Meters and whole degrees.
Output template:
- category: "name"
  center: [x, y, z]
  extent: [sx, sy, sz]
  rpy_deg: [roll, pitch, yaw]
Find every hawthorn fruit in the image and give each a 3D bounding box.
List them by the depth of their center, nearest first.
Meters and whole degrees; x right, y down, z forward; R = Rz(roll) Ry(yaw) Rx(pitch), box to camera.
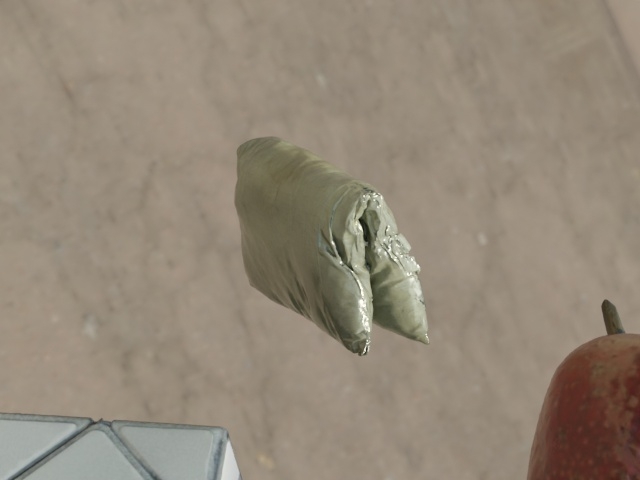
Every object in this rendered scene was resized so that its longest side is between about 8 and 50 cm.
- category: "hawthorn fruit"
  center: [0.339, 0.221, 1.873]
  extent: [0.284, 0.284, 0.369]
  rpy_deg: [32, 39, -51]

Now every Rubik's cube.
- category: "Rubik's cube"
  center: [-0.169, 0.271, 1.390]
  extent: [0.205, 0.205, 0.207]
  rpy_deg: [80, 17, -53]

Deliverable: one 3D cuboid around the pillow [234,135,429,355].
- category: "pillow"
  center: [0.000, 0.000, 1.323]
  extent: [0.077, 0.181, 0.134]
  rpy_deg: [-25, 119, -25]
